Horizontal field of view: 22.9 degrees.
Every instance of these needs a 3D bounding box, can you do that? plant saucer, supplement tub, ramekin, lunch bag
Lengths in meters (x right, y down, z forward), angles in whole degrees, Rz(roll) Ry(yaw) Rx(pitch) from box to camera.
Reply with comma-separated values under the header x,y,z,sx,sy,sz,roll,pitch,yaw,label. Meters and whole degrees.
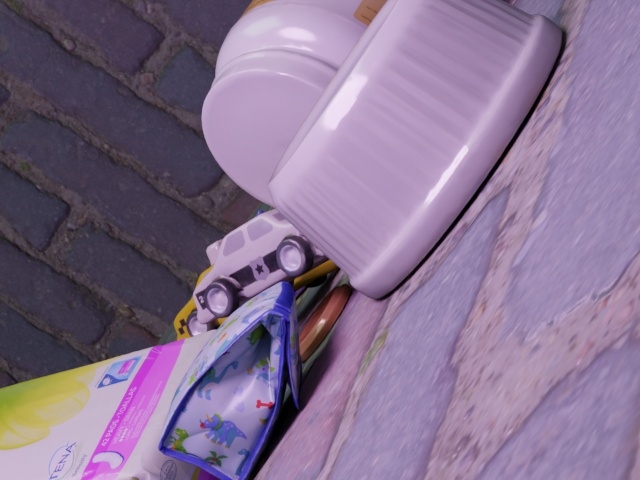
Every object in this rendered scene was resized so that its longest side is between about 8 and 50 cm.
x,y,z,sx,sy,sz,roll,pitch,yaw,label
0.000,0.074,1.446,0.083,0.013,0.083,-54,6,8,plant saucer
0.027,-0.197,1.670,0.228,0.228,0.316,-49,8,50,supplement tub
0.066,-0.096,1.276,0.273,0.127,0.273,-55,6,9,ramekin
-0.062,0.112,1.328,0.129,0.096,0.151,-87,22,-80,lunch bag

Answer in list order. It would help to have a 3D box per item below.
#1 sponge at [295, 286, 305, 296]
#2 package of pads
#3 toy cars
x,y,z,sx,sy,sz,roll,pitch,yaw,label
0.000,0.000,1.781,0.117,0.031,0.210,-60,7,-36,sponge
-0.225,0.214,1.486,0.296,0.101,0.229,-17,28,27,package of pads
-0.061,0.019,1.540,0.176,0.087,0.394,-26,-5,-14,toy cars
